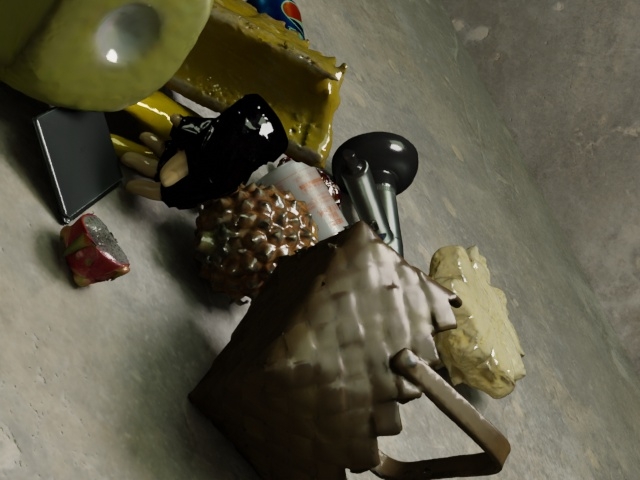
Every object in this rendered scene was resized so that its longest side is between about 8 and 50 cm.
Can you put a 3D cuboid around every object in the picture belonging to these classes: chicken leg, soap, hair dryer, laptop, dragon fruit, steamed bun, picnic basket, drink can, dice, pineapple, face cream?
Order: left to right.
[{"bbox_3d":[-0.287,-0.103,1.532,0.180,0.016,0.129,-57,134,-69],"label":"laptop"},{"bbox_3d":[-0.280,-0.306,1.502,0.227,0.238,0.233,4,40,-50],"label":"dice"},{"bbox_3d":[-0.258,0.014,1.428,0.083,0.056,0.060,57,18,12],"label":"dragon fruit"},{"bbox_3d":[-0.096,0.005,1.674,0.193,0.166,0.166,0,59,-53],"label":"pineapple"},{"bbox_3d":[-0.100,-0.246,1.836,0.338,0.169,0.304,29,15,3],"label":"soap"},{"bbox_3d":[-0.084,-0.349,2.259,0.118,0.118,0.205,41,25,-37],"label":"drink can"},{"bbox_3d":[-0.003,-0.061,2.123,0.205,0.053,0.093,37,51,-28],"label":"chicken leg"},{"bbox_3d":[0.000,0.000,1.966,0.252,0.101,0.101,60,21,6],"label":"face cream"},{"bbox_3d":[0.045,0.176,1.518,0.321,0.254,0.291,43,57,-17],"label":"picnic basket"},{"bbox_3d":[0.104,-0.090,2.152,0.320,0.155,0.284,-94,-177,-48],"label":"hair dryer"},{"bbox_3d":[0.247,0.152,2.263,0.292,0.137,0.295,32,40,-57],"label":"steamed bun"}]

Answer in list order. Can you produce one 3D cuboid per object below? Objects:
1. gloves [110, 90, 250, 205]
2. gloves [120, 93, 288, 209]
[{"bbox_3d":[-0.231,-0.159,1.715,0.294,0.116,0.133,32,4,-32],"label":"gloves"},{"bbox_3d":[-0.151,-0.108,1.624,0.124,0.203,0.164,57,7,-10],"label":"gloves"}]
